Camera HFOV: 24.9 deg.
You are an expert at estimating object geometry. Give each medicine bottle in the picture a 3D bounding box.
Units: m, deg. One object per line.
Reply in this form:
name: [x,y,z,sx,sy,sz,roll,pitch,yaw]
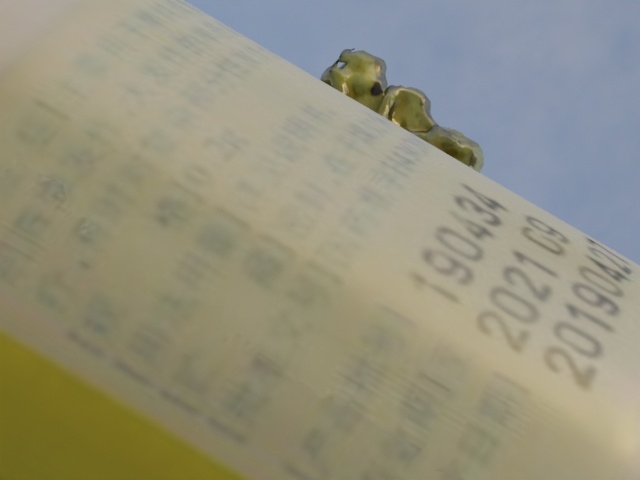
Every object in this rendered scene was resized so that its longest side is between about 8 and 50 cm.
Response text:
medicine bottle: [-0.068,0.030,0.476,0.378,0.213,0.214,30,-57,6]

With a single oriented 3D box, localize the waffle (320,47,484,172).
waffle: [0.001,0.002,0.869,0.223,0.054,0.204,-30,-121,-2]
